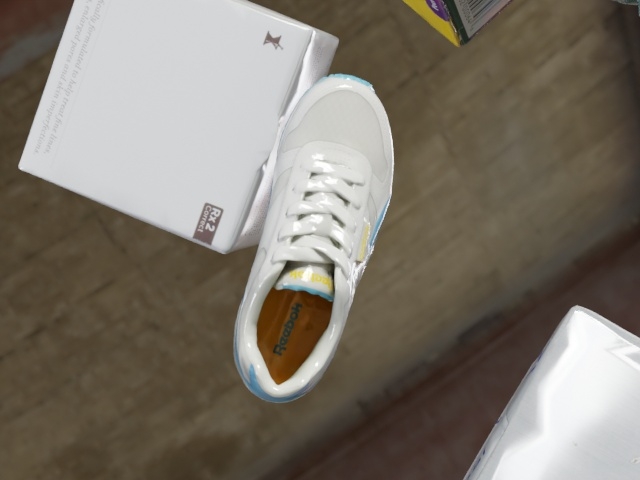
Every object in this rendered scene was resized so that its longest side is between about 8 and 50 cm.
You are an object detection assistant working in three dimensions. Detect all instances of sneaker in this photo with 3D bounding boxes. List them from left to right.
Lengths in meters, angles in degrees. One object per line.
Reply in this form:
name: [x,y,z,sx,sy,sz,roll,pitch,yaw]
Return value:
sneaker: [0.000,0.000,1.151,0.092,0.087,0.229,-150,73,-85]

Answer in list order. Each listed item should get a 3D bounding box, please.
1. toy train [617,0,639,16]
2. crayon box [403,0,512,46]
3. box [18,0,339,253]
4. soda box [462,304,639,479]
toy train: [0.349,-0.226,1.245,0.334,0.190,0.142,1,-87,-27]
crayon box: [0.015,-0.364,1.424,0.106,0.313,0.363,-43,-25,-3]
box: [-0.106,-0.106,1.303,0.119,0.182,0.181,-15,-54,-79]
soda box: [0.168,0.140,0.494,0.098,0.286,0.091,-57,-8,-24]
